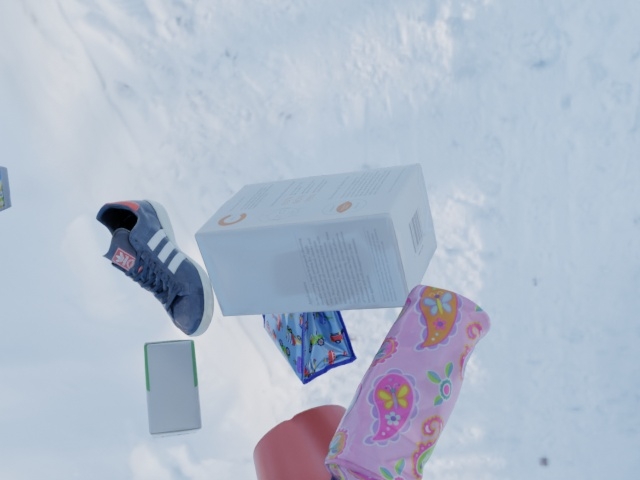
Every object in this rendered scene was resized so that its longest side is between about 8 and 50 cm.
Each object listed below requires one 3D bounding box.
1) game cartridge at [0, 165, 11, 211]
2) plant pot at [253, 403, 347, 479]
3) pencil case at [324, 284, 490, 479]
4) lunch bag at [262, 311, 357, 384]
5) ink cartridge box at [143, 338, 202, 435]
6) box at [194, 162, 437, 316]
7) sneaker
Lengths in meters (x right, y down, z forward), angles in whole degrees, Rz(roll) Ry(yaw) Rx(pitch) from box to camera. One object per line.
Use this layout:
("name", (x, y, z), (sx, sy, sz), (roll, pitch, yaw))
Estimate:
("game cartridge", (-0.382, -0.058, 0.900), (0.017, 0.083, 0.056), (-4, 104, 6))
("plant pot", (0.015, 0.440, 1.362), (0.275, 0.243, 0.275), (-20, 145, -15))
("pencil case", (0.112, 0.194, 0.984), (0.124, 0.284, 0.124), (23, 152, 13))
("lunch bag", (-0.049, 0.115, 1.660), (0.138, 0.221, 0.293), (-23, 127, -17))
("ink cartridge box", (-0.362, 0.366, 1.902), (0.122, 0.211, 0.289), (-5, 166, -12))
("box", (0.000, 0.000, 1.337), (0.345, 0.215, 0.168), (-5, 115, 24))
("sneaker", (-0.339, 0.052, 1.540), (0.148, 0.350, 0.131), (6, 126, -48))
